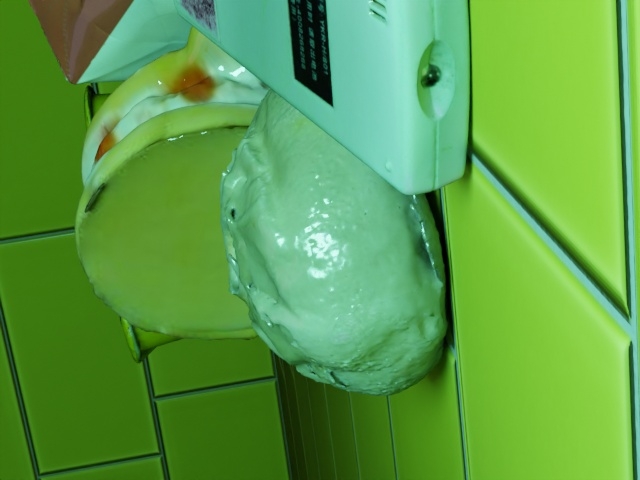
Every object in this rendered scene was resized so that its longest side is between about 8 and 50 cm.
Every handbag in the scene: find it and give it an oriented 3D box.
[{"bbox_3d":[-0.195,-0.300,1.202,0.151,0.171,0.298,-44,67,39],"label":"handbag"}]

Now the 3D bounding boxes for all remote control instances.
[{"bbox_3d":[-0.018,-0.159,0.808,0.344,0.050,0.145,45,146,50],"label":"remote control"}]

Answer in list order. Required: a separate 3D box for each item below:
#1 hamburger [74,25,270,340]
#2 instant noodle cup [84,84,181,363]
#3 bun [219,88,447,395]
[{"bbox_3d":[-0.088,-0.070,1.167,0.302,0.261,0.186,99,168,-47],"label":"hamburger"},{"bbox_3d":[-0.121,-0.039,1.504,0.325,0.254,0.325,170,90,-84],"label":"instant noodle cup"},{"bbox_3d":[0.000,0.000,0.917,0.239,0.141,0.239,168,90,-83],"label":"bun"}]
